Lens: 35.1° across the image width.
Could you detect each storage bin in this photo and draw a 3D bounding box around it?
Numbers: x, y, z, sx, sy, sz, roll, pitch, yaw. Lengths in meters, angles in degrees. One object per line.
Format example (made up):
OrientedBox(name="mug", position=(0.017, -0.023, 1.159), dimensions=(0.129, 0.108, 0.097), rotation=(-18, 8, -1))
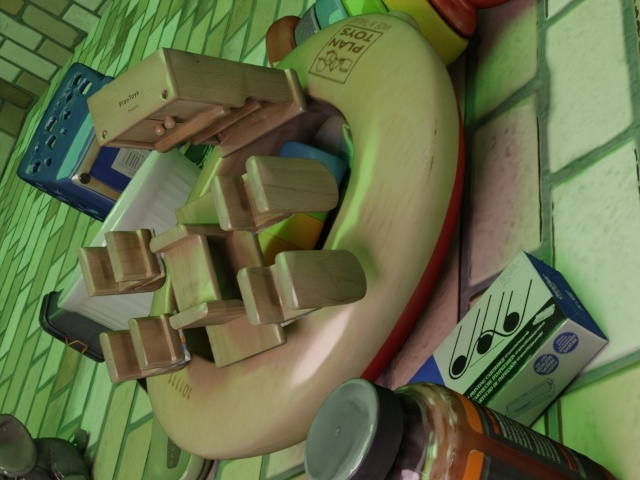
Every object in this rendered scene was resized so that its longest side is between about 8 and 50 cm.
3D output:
OrientedBox(name="storage bin", position=(-0.365, 0.122, 1.611), dimensions=(0.091, 0.135, 0.098), rotation=(-37, 33, 25))

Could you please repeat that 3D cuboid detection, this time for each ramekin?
OrientedBox(name="ramekin", position=(-0.238, 0.007, 1.417), dimensions=(0.277, 0.135, 0.277), rotation=(-53, 14, 19))

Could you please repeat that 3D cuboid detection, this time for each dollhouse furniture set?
OrientedBox(name="dollhouse furniture set", position=(-0.075, -0.022, 0.848), dimensions=(0.212, 0.161, 0.242), rotation=(-25, 76, 35))

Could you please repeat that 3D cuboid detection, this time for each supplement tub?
OrientedBox(name="supplement tub", position=(0.088, 0.152, 0.623), dimensions=(0.106, 0.198, 0.106), rotation=(-43, 30, 33))

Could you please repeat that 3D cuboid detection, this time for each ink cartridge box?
OrientedBox(name="ink cartridge box", position=(0.120, 0.116, 0.780), dimensions=(0.207, 0.046, 0.097), rotation=(-53, 25, 19))

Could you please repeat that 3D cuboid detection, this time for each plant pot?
OrientedBox(name="plant pot", position=(-0.352, -0.151, 1.750), dimensions=(0.212, 0.236, 0.236), rotation=(18, 80, 58))

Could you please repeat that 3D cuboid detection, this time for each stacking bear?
OrientedBox(name="stacking bear", position=(0.097, -0.243, 1.067), dimensions=(0.289, 0.175, 0.164), rotation=(-36, 5, 23))

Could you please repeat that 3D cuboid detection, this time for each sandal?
OrientedBox(name="sandal", position=(-0.176, 0.149, 1.196), dimensions=(0.120, 0.086, 0.303), rotation=(-29, 51, 40))

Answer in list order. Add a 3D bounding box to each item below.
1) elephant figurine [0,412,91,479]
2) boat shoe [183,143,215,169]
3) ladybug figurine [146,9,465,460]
OrientedBox(name="elephant figurine", position=(-0.456, 0.331, 1.429), dimensions=(0.169, 0.239, 0.186), rotation=(-63, 25, -3))
OrientedBox(name="boat shoe", position=(-0.225, -0.084, 1.585), dimensions=(0.285, 0.092, 0.103), rotation=(-62, 25, -1))
OrientedBox(name="ladybug figurine", position=(0.000, 0.000, 0.951), dimensions=(0.305, 0.162, 0.449), rotation=(28, 91, 49))
